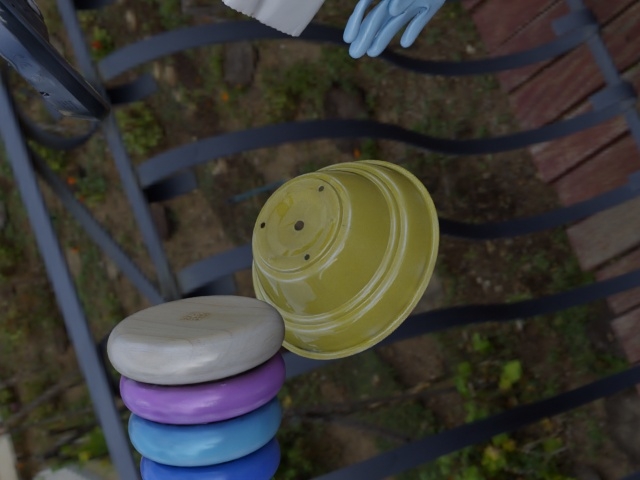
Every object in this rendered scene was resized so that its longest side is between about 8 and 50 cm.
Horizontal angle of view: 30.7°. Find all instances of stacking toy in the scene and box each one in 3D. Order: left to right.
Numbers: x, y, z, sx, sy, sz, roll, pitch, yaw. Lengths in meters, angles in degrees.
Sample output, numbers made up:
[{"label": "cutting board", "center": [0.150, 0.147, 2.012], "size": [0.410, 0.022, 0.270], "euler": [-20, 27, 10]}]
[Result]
[{"label": "stacking toy", "center": [-0.082, 0.219, 0.957], "size": [0.141, 0.141, 0.330], "euler": [11, 112, 51]}]

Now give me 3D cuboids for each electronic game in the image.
[{"label": "electronic game", "center": [-0.248, -0.180, 0.912], "size": [0.229, 0.048, 0.229], "euler": [46, 177, 3]}]

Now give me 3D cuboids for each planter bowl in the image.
[{"label": "planter bowl", "center": [0.000, 0.000, 1.146], "size": [0.217, 0.090, 0.217], "euler": [-17, 58, 29]}]

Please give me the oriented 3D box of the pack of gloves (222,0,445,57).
[{"label": "pack of gloves", "center": [0.060, -0.227, 0.781], "size": [0.232, 0.195, 0.046], "euler": [-45, 62, 21]}]
